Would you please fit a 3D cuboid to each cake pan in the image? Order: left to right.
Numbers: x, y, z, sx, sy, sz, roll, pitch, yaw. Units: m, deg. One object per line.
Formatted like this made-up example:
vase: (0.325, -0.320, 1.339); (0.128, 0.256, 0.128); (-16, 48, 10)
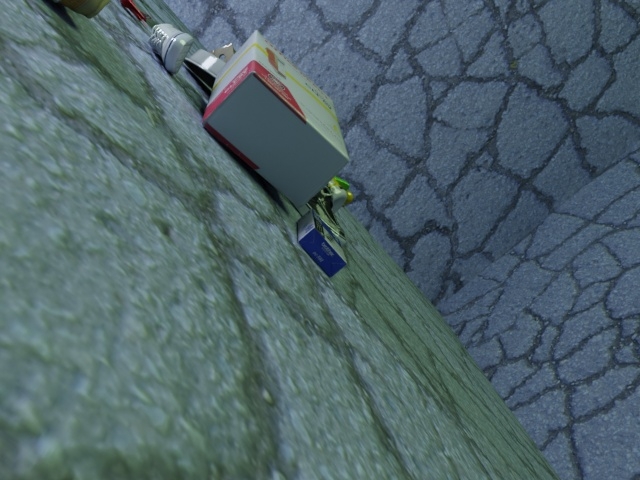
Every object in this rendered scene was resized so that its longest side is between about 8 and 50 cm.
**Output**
cake pan: (-0.261, -0.445, 1.719); (0.293, 0.054, 0.293); (36, -1, 1)

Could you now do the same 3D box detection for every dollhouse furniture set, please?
dollhouse furniture set: (-0.305, -0.511, 1.945); (0.129, 0.128, 0.184); (13, 61, -80)

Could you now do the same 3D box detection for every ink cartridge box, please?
ink cartridge box: (-0.099, -0.292, 1.364); (0.279, 0.160, 0.385); (39, 20, -24)
ink cartridge box: (0.000, 0.000, 1.221); (0.097, 0.046, 0.207); (49, 6, -12)

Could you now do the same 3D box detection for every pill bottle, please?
pill bottle: (-0.033, -0.165, 1.641); (0.215, 0.117, 0.117); (51, 7, 16)

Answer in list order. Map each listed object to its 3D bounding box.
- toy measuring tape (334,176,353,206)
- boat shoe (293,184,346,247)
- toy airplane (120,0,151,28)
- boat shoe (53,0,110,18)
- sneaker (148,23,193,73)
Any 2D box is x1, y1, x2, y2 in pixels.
toy measuring tape: (-0.054, -0.172, 1.772); (0.329, 0.122, 0.121); (23, 15, -18)
boat shoe: (-0.016, -0.113, 1.514); (0.301, 0.102, 0.108); (52, 7, 26)
toy airplane: (-0.484, -0.601, 1.540); (0.151, 0.028, 0.151); (50, 7, -8)
boat shoe: (-0.378, -0.423, 0.911); (0.103, 0.113, 0.302); (45, 18, -40)
sneaker: (-0.346, -0.441, 1.358); (0.091, 0.094, 0.258); (27, 9, -19)
